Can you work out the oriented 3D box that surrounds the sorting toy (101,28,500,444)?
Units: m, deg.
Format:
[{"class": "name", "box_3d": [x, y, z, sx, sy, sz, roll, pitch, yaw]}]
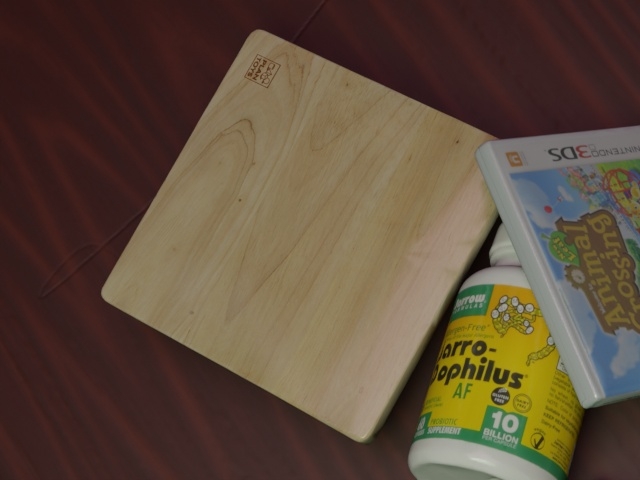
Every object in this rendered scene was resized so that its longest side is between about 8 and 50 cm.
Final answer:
[{"class": "sorting toy", "box_3d": [0.000, 0.000, 1.283, 0.255, 0.089, 0.257, 27, 83, 21]}]

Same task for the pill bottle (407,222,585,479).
[{"class": "pill bottle", "box_3d": [0.148, 0.092, 1.193, 0.117, 0.117, 0.208, 12, 67, 18]}]

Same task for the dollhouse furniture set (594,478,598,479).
[{"class": "dollhouse furniture set", "box_3d": [0.229, 0.263, 1.162, 0.182, 0.101, 0.161, -29, 93, 6]}]

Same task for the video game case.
[{"class": "video game case", "box_3d": [0.233, 0.011, 1.185, 0.193, 0.023, 0.212, -8, 66, -32]}]
